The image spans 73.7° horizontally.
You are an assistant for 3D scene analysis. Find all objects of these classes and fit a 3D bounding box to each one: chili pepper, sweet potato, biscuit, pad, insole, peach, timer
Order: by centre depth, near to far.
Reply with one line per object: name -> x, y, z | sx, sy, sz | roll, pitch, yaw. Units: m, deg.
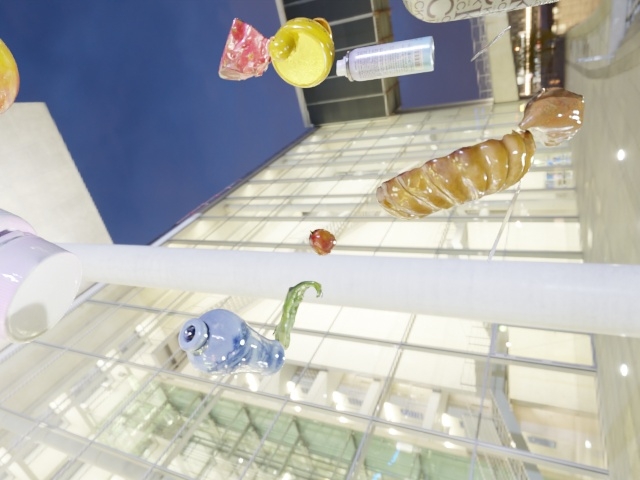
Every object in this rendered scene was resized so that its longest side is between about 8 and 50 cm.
timer -> -0.032, -0.301, 0.696 | 0.107, 0.107, 0.109 | 65, -148, -41
sweet potato -> 0.470, -0.243, 0.850 | 0.095, 0.106, 0.354 | 54, -150, 16
biscuit -> 0.273, -0.122, 0.874 | 0.325, 0.325, 0.107 | -14, -95, -62
peach -> -0.827, -0.396, 0.990 | 0.231, 0.230, 0.231 | -6, -84, -62
insole -> 0.498, -0.577, 1.254 | 0.002, 0.135, 0.045 | 54, -152, 6
chili pepper -> -0.084, 0.223, 1.272 | 0.076, 0.085, 0.359 | -12, -31, -29
pad -> 0.589, -0.054, 1.368 | 0.176, 0.002, 0.267 | 16, -83, -65

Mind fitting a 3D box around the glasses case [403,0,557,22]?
glasses case -> 0.281, -0.404, 0.602 | 0.085, 0.353, 0.137 | -112, 11, -49

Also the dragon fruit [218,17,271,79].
dragon fruit -> -0.266, -0.612, 1.436 | 0.163, 0.261, 0.189 | 45, -101, -16

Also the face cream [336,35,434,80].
face cream -> 0.149, -0.424, 1.009 | 0.075, 0.229, 0.075 | 0, -90, -71

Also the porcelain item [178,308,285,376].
porcelain item -> -0.187, 0.230, 0.927 | 0.259, 0.141, 0.142 | 36, -120, -50

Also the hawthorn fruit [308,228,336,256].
hawthorn fruit -> 0.004, 0.004, 1.154 | 0.077, 0.077, 0.077 | -6, -84, -62

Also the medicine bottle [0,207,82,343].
medicine bottle -> -0.674, 0.054, 0.850 | 0.241, 0.301, 0.242 | 23, -90, -86
